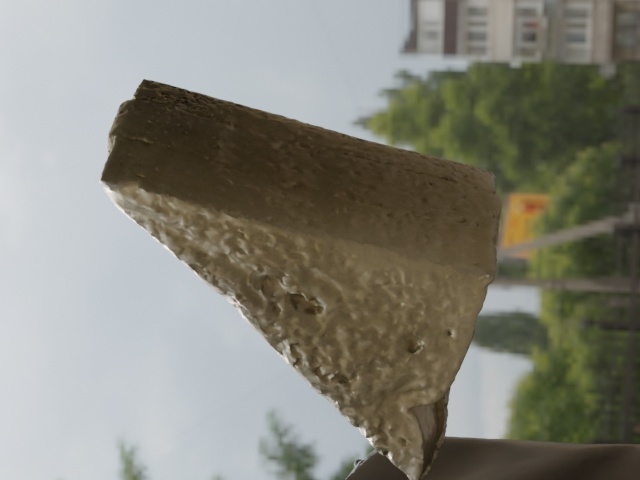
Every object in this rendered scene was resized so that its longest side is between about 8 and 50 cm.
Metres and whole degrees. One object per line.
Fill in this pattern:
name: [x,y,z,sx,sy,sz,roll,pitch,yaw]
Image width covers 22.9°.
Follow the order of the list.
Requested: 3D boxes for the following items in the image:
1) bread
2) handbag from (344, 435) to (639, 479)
bread: [-0.012,0.014,0.591,0.077,0.152,0.105,-76,1,-57]
handbag: [0.064,0.165,0.654,0.223,0.246,0.080,-39,-67,-39]
